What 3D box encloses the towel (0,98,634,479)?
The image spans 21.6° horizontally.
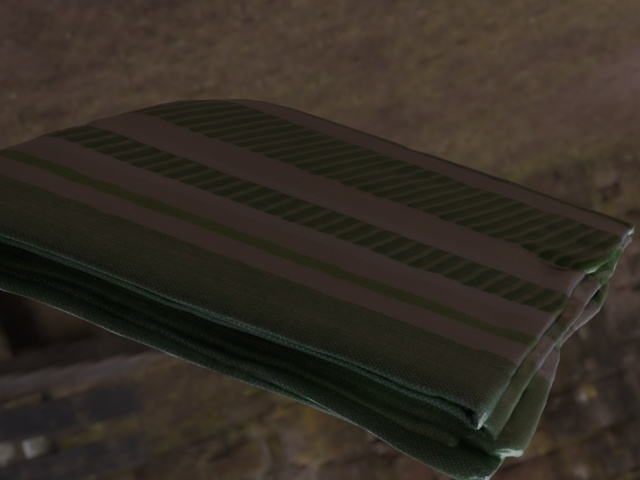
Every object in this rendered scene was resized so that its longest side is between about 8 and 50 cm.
[{"bbox_3d":[0.000,0.000,0.725,0.248,0.038,0.325,21,-162,13],"label":"towel"}]
